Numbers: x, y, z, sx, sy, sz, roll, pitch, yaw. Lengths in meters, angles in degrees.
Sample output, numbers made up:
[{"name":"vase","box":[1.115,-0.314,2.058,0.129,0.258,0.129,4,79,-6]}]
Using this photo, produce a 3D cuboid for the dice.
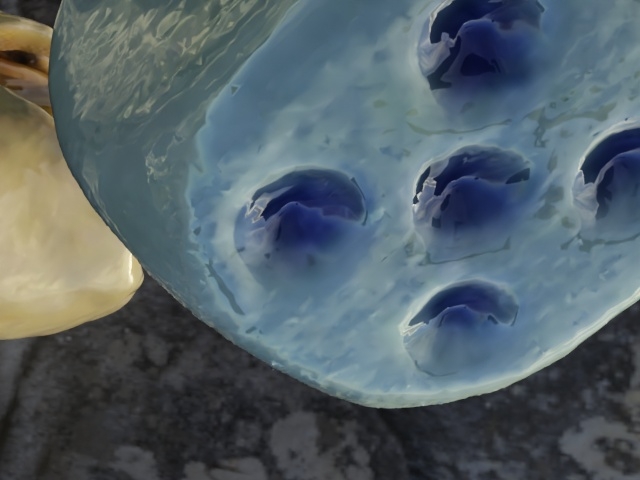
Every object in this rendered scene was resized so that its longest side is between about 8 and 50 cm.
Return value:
[{"name":"dice","box":[0.034,-0.095,0.627,0.262,0.268,0.264,-43,128,19]}]

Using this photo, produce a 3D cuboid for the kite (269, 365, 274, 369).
[{"name":"kite","box":[0.000,0.000,0.921,0.160,0.010,0.183,-20,77,-10]}]

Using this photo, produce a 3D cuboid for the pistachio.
[{"name":"pistachio","box":[-0.251,-0.049,0.785,0.321,0.238,0.229,34,44,-40]}]
